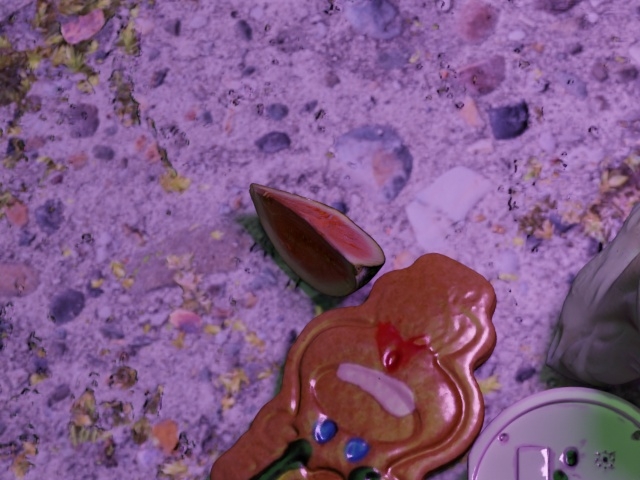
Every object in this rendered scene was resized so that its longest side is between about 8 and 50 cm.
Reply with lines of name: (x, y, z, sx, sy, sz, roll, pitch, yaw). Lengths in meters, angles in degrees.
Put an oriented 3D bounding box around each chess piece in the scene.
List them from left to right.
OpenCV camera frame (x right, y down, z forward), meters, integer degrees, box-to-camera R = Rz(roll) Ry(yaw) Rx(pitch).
chess piece: (0.297, 0.049, 1.487, 0.176, 0.298, 0.176, 0, 90, -19)

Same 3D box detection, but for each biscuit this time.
biscuit: (0.044, 0.159, 1.626, 0.202, 0.047, 0.334, 31, 79, 24)

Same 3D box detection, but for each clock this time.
clock: (0.224, 0.232, 1.537, 0.197, 0.068, 0.197, -6, 67, 13)

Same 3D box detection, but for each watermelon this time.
watermelon: (-0.002, 0.012, 1.685, 0.163, 0.087, 0.069, 39, 110, 38)
